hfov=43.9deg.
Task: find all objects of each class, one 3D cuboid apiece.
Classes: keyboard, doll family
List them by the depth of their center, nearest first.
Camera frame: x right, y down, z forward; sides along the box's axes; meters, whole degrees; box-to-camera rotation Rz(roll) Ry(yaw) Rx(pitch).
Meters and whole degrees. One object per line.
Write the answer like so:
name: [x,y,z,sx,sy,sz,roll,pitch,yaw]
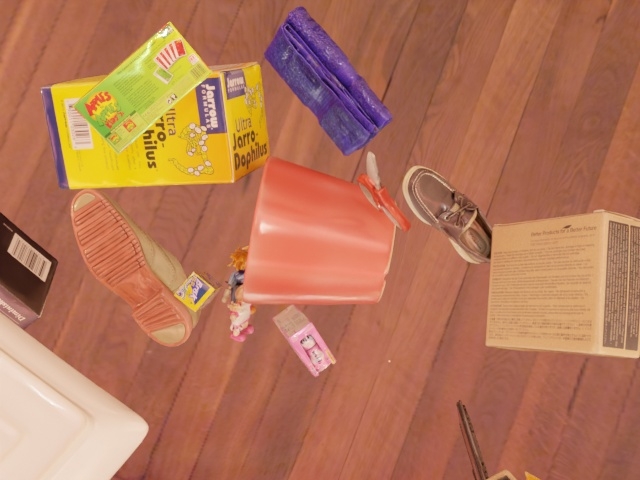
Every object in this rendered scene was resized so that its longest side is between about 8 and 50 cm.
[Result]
doll family: [-0.144,0.077,1.668,0.118,0.163,0.263,25,41,22]
keyboard: [0.355,0.523,1.720,0.033,0.201,0.317,-14,48,3]

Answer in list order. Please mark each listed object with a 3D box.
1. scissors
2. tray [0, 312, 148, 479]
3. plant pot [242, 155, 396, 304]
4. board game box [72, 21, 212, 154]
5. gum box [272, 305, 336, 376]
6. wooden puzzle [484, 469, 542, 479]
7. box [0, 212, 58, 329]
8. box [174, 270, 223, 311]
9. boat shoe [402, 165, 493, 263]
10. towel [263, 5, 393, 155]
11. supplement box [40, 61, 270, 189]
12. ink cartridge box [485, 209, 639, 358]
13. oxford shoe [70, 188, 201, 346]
scissors: [0.072,-0.090,1.163,0.021,0.297,0.109,-42,64,0]
tray: [-0.234,0.160,0.435,0.145,0.030,0.270,34,55,8]
plant pot: [0.000,0.000,1.429,0.243,0.275,0.275,10,82,-2]
board game box: [-0.255,-0.219,1.140,0.181,0.043,0.092,-42,110,-3]
gum box: [-0.036,0.218,1.750,0.062,0.188,0.107,-35,105,-7]
wooden puzzle: [0.194,0.278,0.840,0.116,0.014,0.078,-26,40,-28]
box: [-0.402,0.011,0.707,0.184,0.103,0.261,-34,119,15]
box: [-0.233,0.096,1.535,0.054,0.169,0.059,41,88,-1]
boat shoe: [0.278,-0.048,1.604,0.285,0.092,0.103,45,74,-29]
towel: [0.003,-0.325,1.690,0.076,0.227,0.308,-40,92,-23]
supplement box: [-0.298,-0.213,1.471,0.356,0.194,0.195,-1,107,17]
ink cartridge box: [0.348,0.067,1.151,0.088,0.234,0.193,10,82,-25]
oxford shoe: [-0.409,0.048,1.776,0.140,0.146,0.397,-25,104,22]
